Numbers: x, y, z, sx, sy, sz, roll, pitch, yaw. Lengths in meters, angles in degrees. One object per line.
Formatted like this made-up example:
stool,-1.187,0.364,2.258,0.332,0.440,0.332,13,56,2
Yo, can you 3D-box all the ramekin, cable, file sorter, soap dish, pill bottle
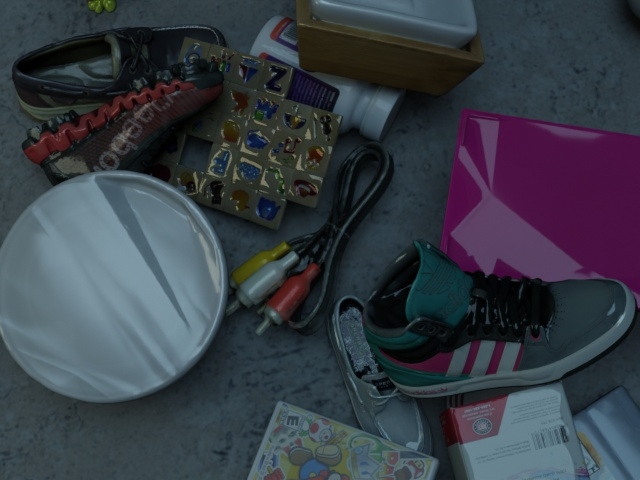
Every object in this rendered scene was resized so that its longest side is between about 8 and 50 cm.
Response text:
ramekin,-0.237,0.059,1.359,0.272,0.127,0.273,-1,82,3
cable,0.000,0.000,1.400,0.287,0.072,0.139,-51,47,-2
file sorter,0.290,-0.009,1.369,0.290,0.182,0.202,9,74,4
soap dish,0.071,-0.310,1.435,0.228,0.118,0.291,9,43,-12
pill bottle,0.007,-0.202,1.469,0.193,0.108,0.108,28,74,8

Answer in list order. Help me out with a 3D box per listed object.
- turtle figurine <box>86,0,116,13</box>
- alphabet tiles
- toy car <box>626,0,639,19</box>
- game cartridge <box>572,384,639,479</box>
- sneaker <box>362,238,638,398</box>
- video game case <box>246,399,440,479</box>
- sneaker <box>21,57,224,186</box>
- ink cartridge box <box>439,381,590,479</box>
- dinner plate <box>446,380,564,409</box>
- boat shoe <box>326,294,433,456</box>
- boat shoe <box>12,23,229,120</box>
turtle figurine,-0.286,-0.378,1.468,0.269,0.217,0.087,-38,76,-11
alphabet tiles,-0.094,-0.130,1.431,0.237,0.009,0.198,19,96,19
toy car,0.456,-0.367,1.511,0.219,0.210,0.238,9,100,-11
game cartridge,0.288,0.326,1.332,0.297,0.062,0.198,-31,71,-9
sneaker,0.165,0.066,1.206,0.295,0.178,0.124,-19,45,28
video game case,0.003,0.323,1.315,0.206,0.026,0.227,18,77,18
sneaker,-0.229,-0.128,1.427,0.276,0.097,0.135,-24,99,14
ink cartridge box,0.217,0.258,1.253,0.128,0.127,0.176,-13,77,-4
dinner plate,0.222,0.192,1.374,0.141,0.017,0.141,-7,53,9
boat shoe,0.067,0.168,1.365,0.079,0.081,0.228,-23,74,-7
boat shoe,-0.258,-0.227,1.485,0.285,0.092,0.103,-11,72,-4
